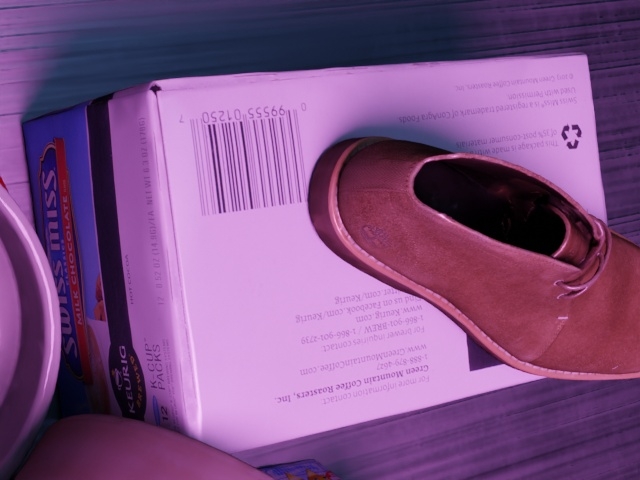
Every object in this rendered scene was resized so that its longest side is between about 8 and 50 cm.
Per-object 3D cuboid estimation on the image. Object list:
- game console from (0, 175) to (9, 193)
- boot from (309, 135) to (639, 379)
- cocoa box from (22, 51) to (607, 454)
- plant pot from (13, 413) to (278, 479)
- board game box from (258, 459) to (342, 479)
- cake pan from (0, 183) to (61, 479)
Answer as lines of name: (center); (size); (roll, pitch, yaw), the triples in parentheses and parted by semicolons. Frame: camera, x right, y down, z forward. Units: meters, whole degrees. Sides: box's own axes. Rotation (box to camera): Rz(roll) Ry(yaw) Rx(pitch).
game console: (-0.291, -0.040, 0.937); (0.124, 0.085, 0.144); (-23, 103, 3)
boot: (0.144, 0.020, 0.875); (0.305, 0.115, 0.112); (23, 76, -30)
cocoa box: (0.000, 0.000, 0.987); (0.347, 0.228, 0.231); (-9, 94, -31)
plant pot: (-0.107, 0.312, 0.830); (0.323, 0.323, 0.280); (47, 57, -22)
board game box: (0.016, 0.257, 1.043); (0.060, 0.194, 0.194); (-4, 77, -35)
cake pan: (-0.311, 0.061, 0.865); (0.293, 0.054, 0.293); (-3, 99, -19)
